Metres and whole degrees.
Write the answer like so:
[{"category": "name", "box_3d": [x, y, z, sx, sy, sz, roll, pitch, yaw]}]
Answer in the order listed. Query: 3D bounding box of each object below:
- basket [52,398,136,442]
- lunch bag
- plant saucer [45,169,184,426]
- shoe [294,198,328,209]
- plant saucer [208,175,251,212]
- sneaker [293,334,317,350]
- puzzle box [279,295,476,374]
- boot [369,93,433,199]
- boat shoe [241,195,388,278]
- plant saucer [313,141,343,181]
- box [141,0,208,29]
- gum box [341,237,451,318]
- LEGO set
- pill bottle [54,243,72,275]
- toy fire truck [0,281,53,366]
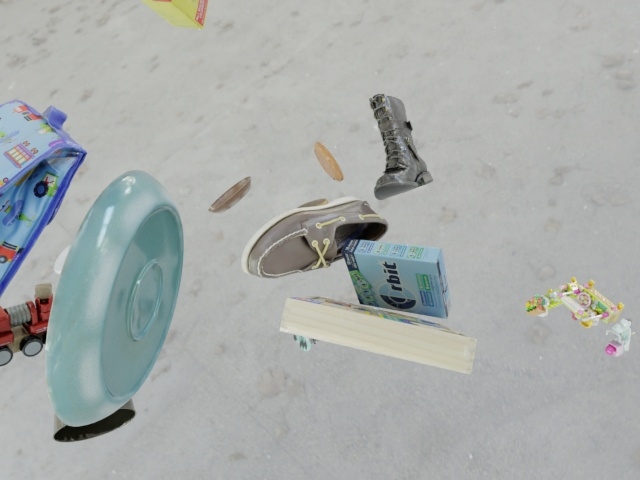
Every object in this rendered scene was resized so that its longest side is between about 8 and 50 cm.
[{"category": "basket", "box_3d": [-0.530, 0.317, 1.195, 0.204, 0.154, 0.226, -33, 59, 24]}, {"category": "lunch bag", "box_3d": [-0.500, -0.092, 0.791, 0.221, 0.138, 0.293, 33, 84, 36]}, {"category": "plant saucer", "box_3d": [-0.234, 0.072, 0.648, 0.044, 0.317, 0.317, 11, 52, 2]}, {"category": "shoe", "box_3d": [-0.067, -0.053, 1.517, 0.219, 0.058, 0.076, -30, 24, 0]}, {"category": "plant saucer", "box_3d": [-0.322, -0.159, 1.882, 0.199, 0.036, 0.198, -33, 19, 13]}, {"category": "sneaker", "box_3d": [-0.021, 0.246, 1.286, 0.069, 0.038, 0.098, 4, 12, -21]}, {"category": "puzzle box", "box_3d": [0.093, 0.148, 0.905, 0.272, 0.409, 0.052, 11, 86, 5]}, {"category": "boot", "box_3d": [0.157, -0.218, 1.166, 0.091, 0.229, 0.263, -19, 2, 31]}, {"category": "boat shoe", "box_3d": [0.000, 0.000, 0.981, 0.097, 0.116, 0.324, 31, 37, 34]}, {"category": "plant saucer", "box_3d": [0.013, -0.141, 0.938, 0.013, 0.083, 0.083, -35, 45, -7]}, {"category": "box", "box_3d": [-0.233, -0.384, 0.733, 0.058, 0.232, 0.087, 11, 92, 11]}, {"category": "gum box", "box_3d": [0.147, 0.072, 0.987, 0.184, 0.157, 0.041, 5, 47, 29]}, {"category": "LEGO set", "box_3d": [0.551, 0.154, 1.170, 0.107, 0.132, 0.287, -7, 13, -21]}, {"category": "pill bottle", "box_3d": [-0.567, 0.086, 1.297, 0.094, 0.169, 0.094, -20, 46, 21]}, {"category": "toy fire truck", "box_3d": [-0.834, 0.208, 1.447, 0.158, 0.246, 0.217, 27, 28, 37]}]
